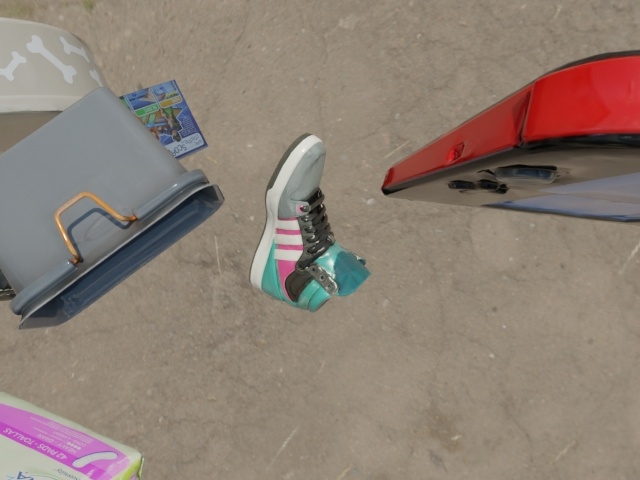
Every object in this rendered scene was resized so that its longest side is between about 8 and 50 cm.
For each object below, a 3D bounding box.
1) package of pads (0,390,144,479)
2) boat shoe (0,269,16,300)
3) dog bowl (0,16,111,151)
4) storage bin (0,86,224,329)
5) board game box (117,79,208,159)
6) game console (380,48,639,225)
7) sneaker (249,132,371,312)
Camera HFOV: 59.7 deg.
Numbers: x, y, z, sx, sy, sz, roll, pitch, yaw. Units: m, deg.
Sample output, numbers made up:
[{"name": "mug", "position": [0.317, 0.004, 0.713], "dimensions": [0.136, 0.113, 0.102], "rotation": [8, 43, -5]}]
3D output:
[{"name": "package of pads", "position": [-0.334, 0.262, 0.504], "dimensions": [0.229, 0.296, 0.101], "rotation": [15, 104, 20]}, {"name": "boat shoe", "position": [-0.407, 0.012, 0.553], "dimensions": [0.340, 0.113, 0.127], "rotation": [8, 106, -4]}, {"name": "dog bowl", "position": [-0.411, -0.152, 0.634], "dimensions": [0.349, 0.349, 0.102], "rotation": [-14, 95, -15]}, {"name": "storage bin", "position": [-0.142, -0.024, 0.335], "dimensions": [0.135, 0.098, 0.091], "rotation": [-39, 88, -7]}, {"name": "board game box", "position": [-0.308, -0.188, 0.971], "dimensions": [0.201, 0.035, 0.136], "rotation": [-35, 104, -42]}, {"name": "game console", "position": [0.277, -0.044, 0.454], "dimensions": [0.387, 0.342, 0.060], "rotation": [6, 84, -11]}, {"name": "sneaker", "position": [0.000, 0.000, 0.846], "dimensions": [0.178, 0.124, 0.295], "rotation": [30, 129, 17]}]
